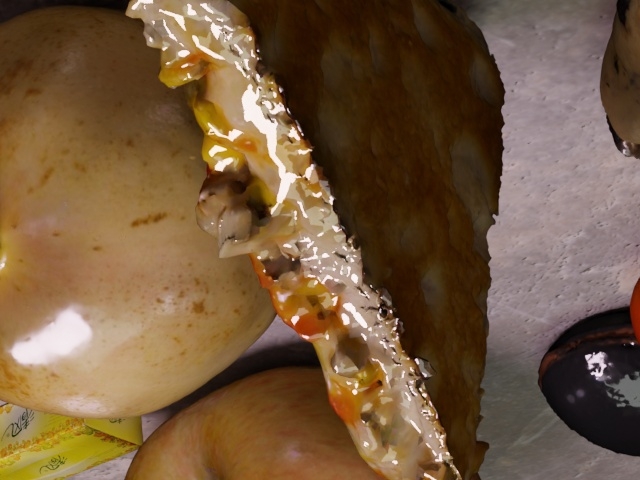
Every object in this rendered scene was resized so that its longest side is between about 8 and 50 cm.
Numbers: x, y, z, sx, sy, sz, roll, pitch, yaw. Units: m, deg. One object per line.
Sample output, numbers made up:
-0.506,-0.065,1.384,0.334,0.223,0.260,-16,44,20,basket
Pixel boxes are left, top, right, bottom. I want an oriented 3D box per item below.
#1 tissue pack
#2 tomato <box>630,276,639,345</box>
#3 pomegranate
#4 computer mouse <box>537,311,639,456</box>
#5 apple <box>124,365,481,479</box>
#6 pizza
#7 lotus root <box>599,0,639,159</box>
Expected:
-0.277,0.201,2.027,0.176,0.062,0.095,-23,149,28,tissue pack
0.412,0.071,1.836,0.260,0.180,0.260,-4,150,-2,tomato
-0.174,-0.014,1.403,0.319,0.319,0.319,-6,152,-3,pomegranate
0.357,0.166,2.070,0.183,0.116,0.323,-24,149,37,computer mouse
-0.019,0.310,1.974,0.391,0.391,0.346,-29,132,35,apple
0.015,-0.008,1.297,0.130,0.406,0.440,-12,176,27,pizza
0.282,-0.144,1.447,0.154,0.140,0.257,29,152,-6,lotus root
